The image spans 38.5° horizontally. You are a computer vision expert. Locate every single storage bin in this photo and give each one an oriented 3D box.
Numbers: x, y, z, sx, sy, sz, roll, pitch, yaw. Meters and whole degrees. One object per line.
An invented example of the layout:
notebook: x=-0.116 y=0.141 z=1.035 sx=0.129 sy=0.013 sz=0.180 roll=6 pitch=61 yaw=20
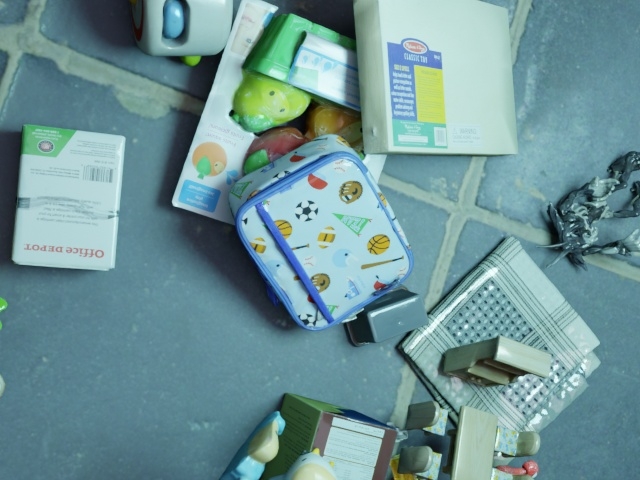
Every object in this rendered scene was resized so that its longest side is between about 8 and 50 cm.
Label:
storage bin: x=0.116 y=0.125 z=1.577 sx=0.135 sy=0.091 sz=0.098 roll=-18 pitch=95 yaw=-20

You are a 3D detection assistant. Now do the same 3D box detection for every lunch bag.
lunch bag: x=0.000 y=0.000 z=1.464 sx=0.243 sy=0.115 sz=0.303 roll=-30 pitch=123 yaw=-1

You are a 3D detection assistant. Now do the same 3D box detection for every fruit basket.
fruit basket: x=-0.032 y=-0.173 z=1.491 sx=0.327 sy=0.165 sz=0.352 roll=19 pitch=88 yaw=-21

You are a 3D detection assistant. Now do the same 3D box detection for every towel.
towel: x=0.342 y=0.209 z=1.675 sx=0.312 sy=0.056 sz=0.324 roll=-42 pitch=103 yaw=-15

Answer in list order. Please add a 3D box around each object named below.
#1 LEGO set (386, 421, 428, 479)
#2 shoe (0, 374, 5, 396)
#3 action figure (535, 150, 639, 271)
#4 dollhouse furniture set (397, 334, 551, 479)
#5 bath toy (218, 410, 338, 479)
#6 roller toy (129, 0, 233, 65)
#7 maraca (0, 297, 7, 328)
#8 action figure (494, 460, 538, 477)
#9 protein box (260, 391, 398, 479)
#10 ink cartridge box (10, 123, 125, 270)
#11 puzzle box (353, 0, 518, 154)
LEGO set: x=0.130 y=0.460 z=1.593 sx=0.132 sy=0.107 sz=0.286 roll=6 pitch=92 yaw=15
shoe: x=-0.552 y=0.186 z=1.277 sx=0.219 sy=0.058 sz=0.076 roll=12 pitch=85 yaw=-17
action figure: x=0.529 y=-0.051 z=1.702 sx=0.276 sy=0.141 sz=0.164 roll=-40 pitch=103 yaw=-19
dollhouse furniture set: x=0.274 y=0.297 z=1.514 sx=0.212 sy=0.161 sz=0.242 roll=21 pitch=67 yaw=-21
bath toy: x=0.017 y=0.407 z=1.313 sx=0.348 sy=0.151 sz=0.129 roll=47 pitch=42 yaw=-11
roller toy: x=-0.224 y=-0.383 z=1.409 sx=0.146 sy=0.191 sz=0.209 roll=-5 pitch=91 yaw=-19
maraca: x=-0.541 y=0.069 z=1.334 sx=0.127 sy=0.099 sz=0.185 roll=-39 pitch=94 yaw=-31
action figure: x=0.291 y=0.506 z=1.631 sx=0.280 sy=0.091 sz=0.139 roll=-37 pitch=111 yaw=-9
protein box: x=0.004 y=0.370 z=1.475 sx=0.136 sy=0.200 sz=0.201 roll=18 pitch=84 yaw=-17
ink cartridge box: x=-0.387 y=-0.062 z=1.402 sx=0.153 sy=0.087 sz=0.208 roll=6 pitch=86 yaw=-20
puzzle box: x=0.203 y=-0.277 z=1.531 sx=0.409 sy=0.052 sz=0.272 roll=-4 pitch=91 yaw=-50
